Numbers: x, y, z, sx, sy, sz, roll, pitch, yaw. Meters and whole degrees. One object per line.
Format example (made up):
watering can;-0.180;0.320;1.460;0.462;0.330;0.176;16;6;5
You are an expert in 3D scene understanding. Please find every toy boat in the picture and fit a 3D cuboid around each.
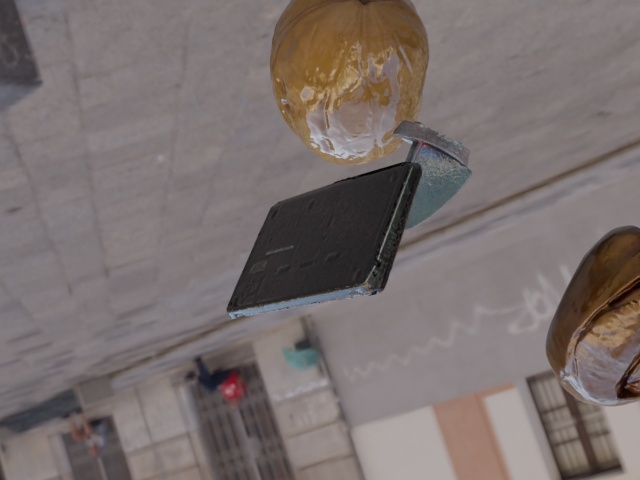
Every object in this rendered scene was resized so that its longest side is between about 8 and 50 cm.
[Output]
toy boat;0.102;-0.052;1.081;0.096;0.122;0.034;24;167;-16

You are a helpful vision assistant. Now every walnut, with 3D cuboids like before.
walnut;0.297;0.073;1.031;0.137;0.137;0.245;-14;137;-33
walnut;0.034;-0.196;1.236;0.195;0.195;0.222;-17;139;-10

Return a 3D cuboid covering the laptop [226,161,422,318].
laptop;0.000;0.000;1.031;0.207;0.154;0.026;-13;137;46
